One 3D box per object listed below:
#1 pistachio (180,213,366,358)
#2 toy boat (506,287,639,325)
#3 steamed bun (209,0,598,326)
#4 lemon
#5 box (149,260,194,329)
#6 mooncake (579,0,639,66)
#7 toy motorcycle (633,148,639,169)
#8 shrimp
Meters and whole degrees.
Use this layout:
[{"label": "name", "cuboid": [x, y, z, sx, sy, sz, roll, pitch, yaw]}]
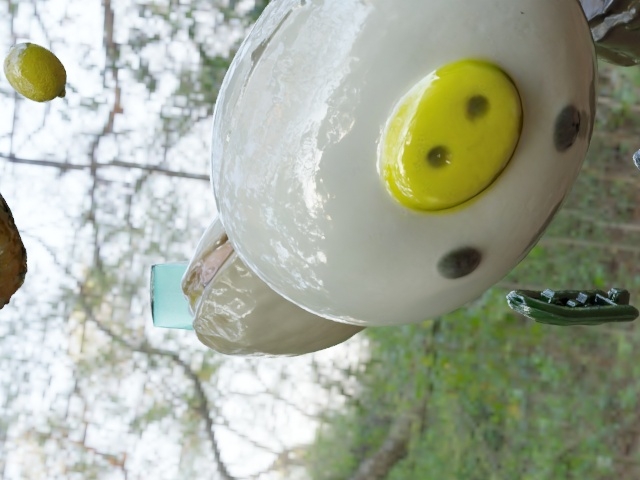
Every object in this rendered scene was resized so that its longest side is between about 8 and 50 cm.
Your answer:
[{"label": "pistachio", "cuboid": [0.000, 0.000, 1.913, 0.365, 0.445, 0.281, 14, -140, -59]}, {"label": "toy boat", "cuboid": [0.364, 0.095, 1.969, 0.104, 0.210, 0.052, -142, 57, -59]}, {"label": "steamed bun", "cuboid": [0.075, -0.102, 1.192, 0.374, 0.334, 0.334, -51, -9, 1]}, {"label": "lemon", "cuboid": [-0.429, -0.251, 2.043, 0.082, 0.111, 0.082, -40, 24, 22]}, {"label": "box", "cuboid": [-0.119, 0.102, 2.376, 0.205, 0.311, 0.118, 1, -87, -70]}, {"label": "mooncake", "cuboid": [0.362, -0.384, 1.682, 0.324, 0.187, 0.324, -8, 80, 53]}, {"label": "toy motorcycle", "cuboid": [0.415, -0.127, 1.386, 0.076, 0.205, 0.114, 61, 159, 15]}, {"label": "shrimp", "cuboid": [-0.541, -0.011, 2.075, 0.164, 0.062, 0.317, -45, -39, -38]}]
